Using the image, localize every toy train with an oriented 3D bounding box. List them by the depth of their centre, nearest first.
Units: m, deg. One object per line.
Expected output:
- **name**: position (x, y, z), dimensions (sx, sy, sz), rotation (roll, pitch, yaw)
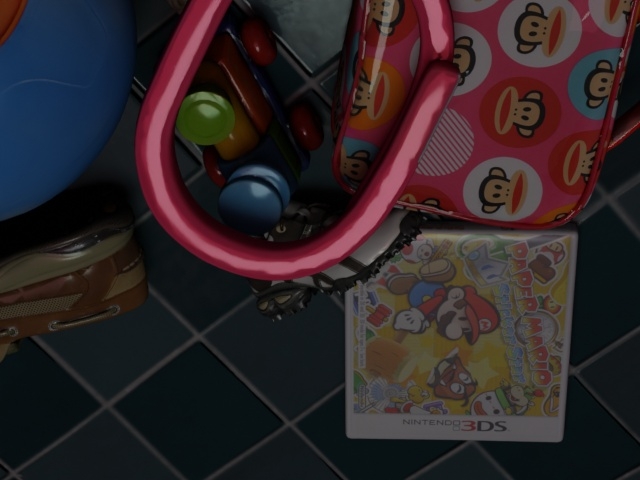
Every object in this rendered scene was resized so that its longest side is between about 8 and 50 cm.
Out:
- **toy train**: position (-0.092, -0.129, 1.294), dimensions (0.105, 0.143, 0.248), rotation (-23, 115, 14)

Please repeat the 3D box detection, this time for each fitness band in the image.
- **fitness band**: position (-0.019, -0.109, 1.207), dimensions (0.209, 0.054, 0.290), rotation (26, 107, -5)

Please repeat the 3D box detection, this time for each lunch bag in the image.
- **lunch bag**: position (0.150, -0.156, 1.280), dimensions (0.258, 0.120, 0.293), rotation (10, 118, -3)

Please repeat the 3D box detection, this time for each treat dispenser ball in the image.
- **treat dispenser ball**: position (-0.284, -0.152, 1.210), dimensions (0.288, 0.288, 0.288), rotation (1, 118, 2)

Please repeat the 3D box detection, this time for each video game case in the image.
- **video game case**: position (0.125, 0.086, 1.464), dimensions (0.206, 0.026, 0.227), rotation (1, 118, 3)

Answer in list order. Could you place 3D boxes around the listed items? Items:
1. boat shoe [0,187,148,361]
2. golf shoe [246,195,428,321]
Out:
- **boat shoe**: position (-0.305, 0.057, 1.421), dimensions (0.324, 0.122, 0.119), rotation (-14, 120, 11)
- **golf shoe**: position (0.000, 0.000, 1.376), dimensions (0.198, 0.077, 0.094), rotation (-26, 100, 37)
